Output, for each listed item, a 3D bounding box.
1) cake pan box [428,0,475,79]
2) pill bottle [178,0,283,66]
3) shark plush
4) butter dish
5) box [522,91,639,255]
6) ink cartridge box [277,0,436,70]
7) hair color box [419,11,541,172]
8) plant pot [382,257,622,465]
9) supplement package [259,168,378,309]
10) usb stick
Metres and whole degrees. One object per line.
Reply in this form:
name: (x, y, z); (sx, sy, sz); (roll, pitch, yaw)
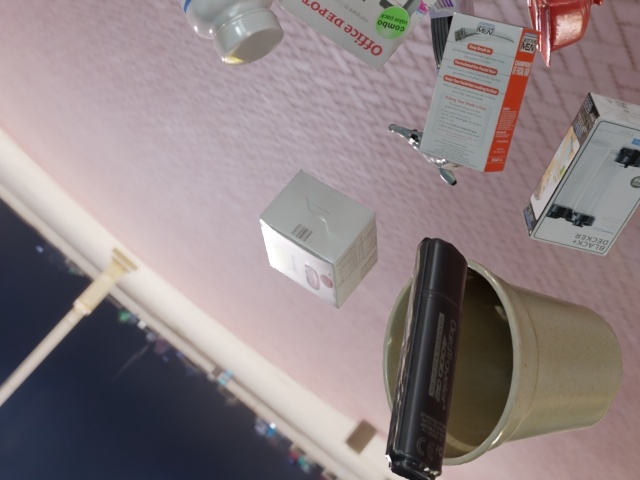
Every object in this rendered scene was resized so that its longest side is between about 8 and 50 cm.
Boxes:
cake pan box: (0.268, -0.447, 1.843); (0.070, 0.267, 0.245); (-4, 126, 17)
pill bottle: (-0.137, -0.350, 1.233); (0.221, 0.124, 0.124); (63, 172, 10)
shark plush: (0.166, -0.153, 1.397); (0.067, 0.073, 0.161); (14, -152, -46)
butter dish: (0.410, -0.398, 1.524); (0.118, 0.160, 0.160); (-9, 148, 10)
box: (0.516, -0.116, 1.707); (0.169, 0.087, 0.290); (14, 129, -11)
ink cartridge box: (0.070, -0.433, 1.330); (0.198, 0.270, 0.197); (26, -155, -34)
hair color box: (0.184, -0.172, 1.068); (0.093, 0.167, 0.053); (24, -160, 34)
plant pot: (0.324, 0.205, 1.541); (0.305, 0.334, 0.334); (7, -172, -31)
supplement package: (0.000, 0.000, 1.910); (0.194, 0.149, 0.203); (32, 157, 21)
usb stick: (0.120, 0.125, 1.012); (0.045, 0.278, 0.077); (-15, 141, 39)
